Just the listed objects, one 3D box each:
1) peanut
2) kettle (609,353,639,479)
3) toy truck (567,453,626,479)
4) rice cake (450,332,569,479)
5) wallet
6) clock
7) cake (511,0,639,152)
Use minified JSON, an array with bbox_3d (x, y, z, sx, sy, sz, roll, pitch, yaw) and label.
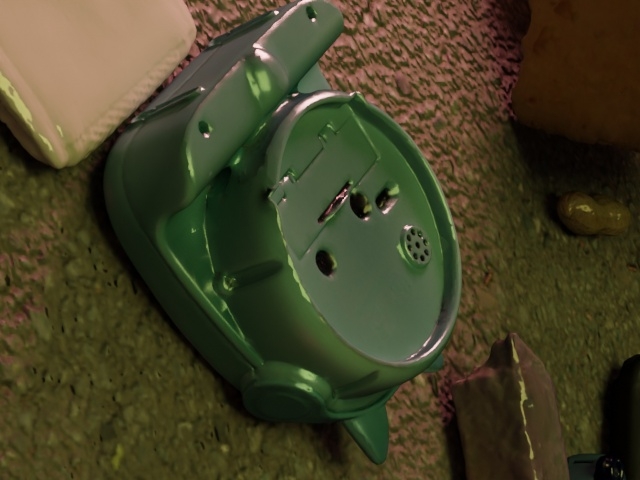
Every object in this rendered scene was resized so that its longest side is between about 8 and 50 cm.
[{"bbox_3d":[0.219,-0.020,1.530,0.083,0.037,0.037,11,65,-51],"label":"peanut"},{"bbox_3d":[0.353,0.254,1.481,0.203,0.262,0.308,79,12,-56],"label":"kettle"},{"bbox_3d":[0.182,0.216,1.359,0.074,0.063,0.136,62,40,-34],"label":"toy truck"},{"bbox_3d":[0.150,0.264,1.288,0.070,0.064,0.399,19,59,-57],"label":"rice cake"},{"bbox_3d":[-0.147,-0.126,1.131,0.124,0.032,0.183,56,41,-17],"label":"wallet"},{"bbox_3d":[0.000,0.000,1.201,0.274,0.094,0.223,54,41,-17],"label":"clock"},{"bbox_3d":[0.332,-0.171,1.522,0.286,0.227,0.222,0,106,-46],"label":"cake"}]
